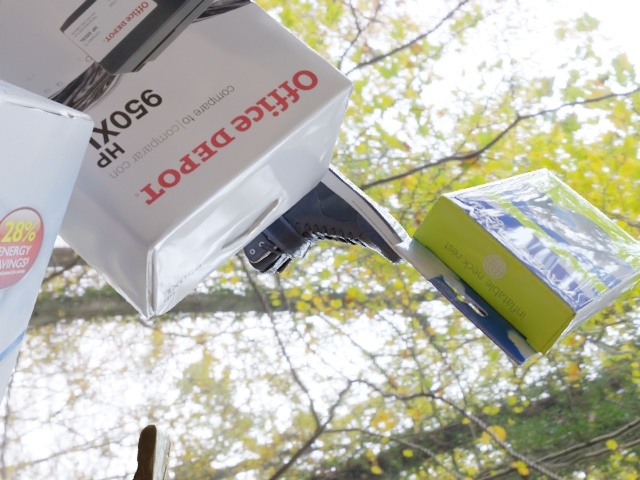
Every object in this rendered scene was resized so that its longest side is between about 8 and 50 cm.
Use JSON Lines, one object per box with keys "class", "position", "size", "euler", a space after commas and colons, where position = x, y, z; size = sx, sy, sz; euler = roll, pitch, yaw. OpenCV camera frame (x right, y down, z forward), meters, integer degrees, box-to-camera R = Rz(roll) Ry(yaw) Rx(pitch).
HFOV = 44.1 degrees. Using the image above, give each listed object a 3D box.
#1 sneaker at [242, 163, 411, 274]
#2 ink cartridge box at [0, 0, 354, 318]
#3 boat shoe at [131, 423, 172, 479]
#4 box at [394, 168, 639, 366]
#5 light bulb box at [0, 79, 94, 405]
{"class": "sneaker", "position": [0.001, 0.000, 0.981], "size": [0.163, 0.086, 0.226], "euler": [-50, -126, 5]}
{"class": "ink cartridge box", "position": [-0.207, -0.161, 0.826], "size": [0.395, 0.285, 0.166], "euler": [41, -28, 11]}
{"class": "boat shoe", "position": [-0.223, 0.317, 1.059], "size": [0.050, 0.045, 0.135], "euler": [-17, -126, 35]}
{"class": "box", "position": [0.140, 0.008, 0.516], "size": [0.109, 0.178, 0.042], "euler": [44, -56, 22]}
{"class": "light bulb box", "position": [-0.379, 0.032, 0.508], "size": [0.225, 0.358, 0.360], "euler": [22, -82, 14]}
